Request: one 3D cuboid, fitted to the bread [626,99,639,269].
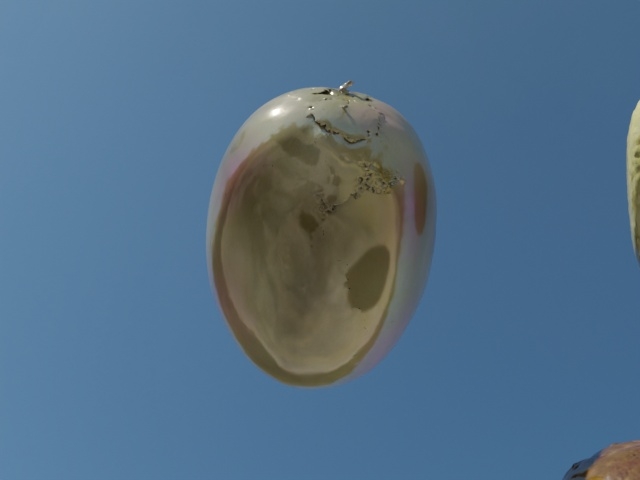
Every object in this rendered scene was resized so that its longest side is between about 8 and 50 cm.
[{"bbox_3d":[0.494,-0.059,0.894,0.237,0.320,0.320,-4,-61,31],"label":"bread"}]

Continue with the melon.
[{"bbox_3d":[0.000,0.000,0.757,0.223,0.223,0.316,14,-60,8],"label":"melon"}]

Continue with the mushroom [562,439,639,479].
[{"bbox_3d":[0.236,0.259,0.563,0.253,0.153,0.253,-11,-67,-28],"label":"mushroom"}]
